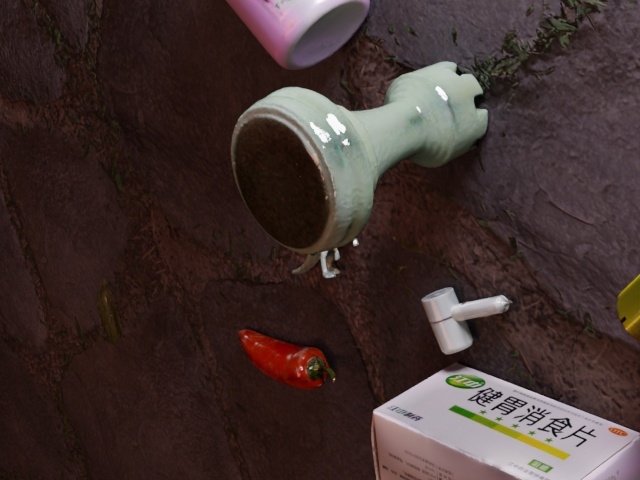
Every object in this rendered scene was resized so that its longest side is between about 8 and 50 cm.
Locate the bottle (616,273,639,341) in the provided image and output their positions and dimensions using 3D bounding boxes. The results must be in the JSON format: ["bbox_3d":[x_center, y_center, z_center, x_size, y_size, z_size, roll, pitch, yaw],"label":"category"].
[{"bbox_3d":[0.421,0.012,1.457,0.082,0.082,0.286,53,143,15],"label":"bottle"}]

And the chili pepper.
[{"bbox_3d":[-0.052,0.191,2.168,0.063,0.071,0.272,38,166,-35],"label":"chili pepper"}]

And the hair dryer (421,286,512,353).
[{"bbox_3d":[0.201,0.100,1.819,0.137,0.047,0.082,-17,98,46],"label":"hair dryer"}]

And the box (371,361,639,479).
[{"bbox_3d":[0.235,0.293,1.778,0.333,0.173,0.145,19,123,44],"label":"box"}]

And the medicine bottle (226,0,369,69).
[{"bbox_3d":[-0.064,-0.357,1.781,0.254,0.152,0.152,53,142,16],"label":"medicine bottle"}]

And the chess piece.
[{"bbox_3d":[0.062,-0.117,1.640,0.195,0.299,0.194,28,130,39],"label":"chess piece"}]

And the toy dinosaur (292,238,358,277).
[{"bbox_3d":[0.003,0.000,2.010,0.187,0.044,0.106,3,100,64],"label":"toy dinosaur"}]
